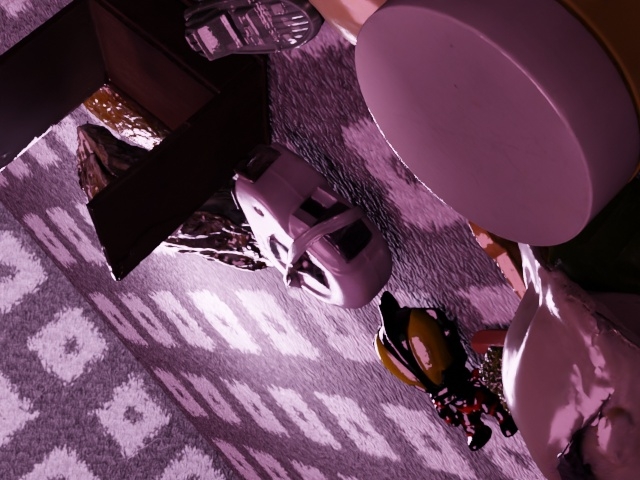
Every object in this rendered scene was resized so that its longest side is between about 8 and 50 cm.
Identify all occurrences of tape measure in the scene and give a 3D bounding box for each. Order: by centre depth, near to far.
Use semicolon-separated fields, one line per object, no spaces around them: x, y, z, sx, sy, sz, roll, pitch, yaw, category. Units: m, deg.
0.000;0.000;1.533;0.197;0.120;0.236;32;159;28;tape measure

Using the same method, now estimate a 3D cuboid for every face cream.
0.164;-0.135;0.891;0.218;0.179;0.218;38;158;19;face cream

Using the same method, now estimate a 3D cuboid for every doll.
0.158;0.169;1.581;0.248;0.127;0.088;52;-168;-9;doll

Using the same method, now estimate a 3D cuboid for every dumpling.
0.209;0.119;0.961;0.204;0.163;0.293;27;165;33;dumpling

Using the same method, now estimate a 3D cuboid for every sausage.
0.228;0.123;1.435;0.030;0.035;0.147;20;167;-24;sausage

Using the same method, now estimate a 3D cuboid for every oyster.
-0.193;-0.053;1.662;0.351;0.158;0.162;30;127;-26;oyster

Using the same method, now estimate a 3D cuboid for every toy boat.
-0.074;-0.234;1.290;0.260;0.085;0.078;9;137;57;toy boat

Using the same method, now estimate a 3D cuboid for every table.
-0.245;-0.153;1.480;0.250;0.282;0.196;40;159;18;table

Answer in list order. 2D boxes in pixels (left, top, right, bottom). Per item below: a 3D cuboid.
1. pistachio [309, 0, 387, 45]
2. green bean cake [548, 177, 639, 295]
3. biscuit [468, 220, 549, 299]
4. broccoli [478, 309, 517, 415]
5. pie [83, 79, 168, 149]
0.028;-0.241;1.036;0.200;0.117;0.145;44;145;4;pistachio
0.322;0.066;1.032;0.222;0.125;0.248;16;143;53;green bean cake
0.179;-0.018;1.137;0.035;0.162;0.250;-32;73;33;biscuit
0.251;0.134;1.295;0.162;0.146;0.138;46;-164;-42;broccoli
-0.267;-0.187;1.717;0.163;0.079;0.193;36;171;25;pie
